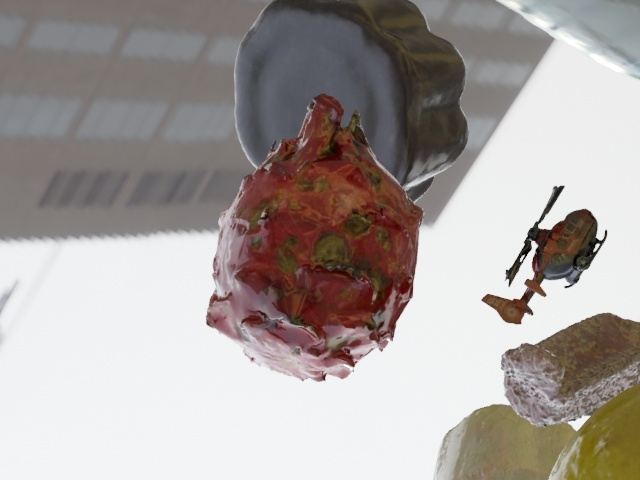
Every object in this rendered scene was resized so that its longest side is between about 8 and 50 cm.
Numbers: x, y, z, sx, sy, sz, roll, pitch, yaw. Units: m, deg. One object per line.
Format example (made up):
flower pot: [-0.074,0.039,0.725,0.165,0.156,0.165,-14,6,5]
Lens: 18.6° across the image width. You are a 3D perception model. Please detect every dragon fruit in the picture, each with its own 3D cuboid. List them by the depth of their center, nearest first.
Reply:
dragon fruit: [0.000,0.000,1.834,0.210,0.268,0.205,11,172,-38]

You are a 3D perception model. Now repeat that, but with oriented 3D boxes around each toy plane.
toy plane: [0.183,0.015,1.563,0.060,0.037,0.145,34,-121,5]

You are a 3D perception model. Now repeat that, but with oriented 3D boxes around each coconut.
coconut: [0.256,0.359,2.595,0.239,0.239,0.244,27,-147,-12]

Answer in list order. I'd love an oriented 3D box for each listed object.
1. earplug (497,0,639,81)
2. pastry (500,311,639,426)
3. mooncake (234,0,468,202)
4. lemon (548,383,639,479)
earplug: [0.223,-0.226,1.529,0.324,0.185,0.185,31,-157,-17]
pastry: [0.292,0.153,2.260,0.103,0.112,0.265,33,-157,33]
mooncake: [0.040,-0.172,2.402,0.306,0.306,0.154,43,-144,23]
lemon: [0.330,0.238,1.771,0.233,0.288,0.233,54,-176,-5]
